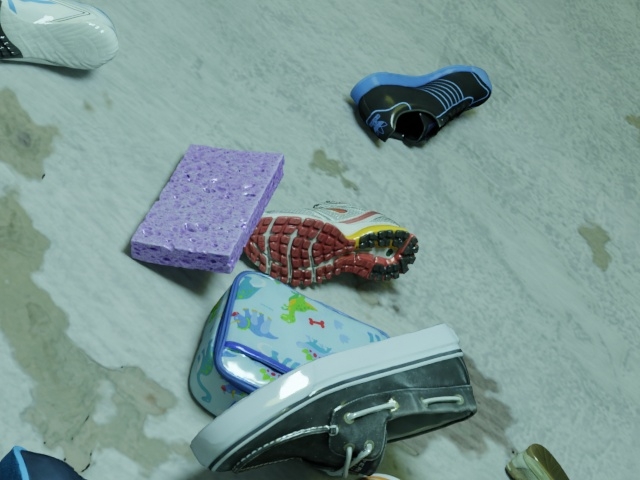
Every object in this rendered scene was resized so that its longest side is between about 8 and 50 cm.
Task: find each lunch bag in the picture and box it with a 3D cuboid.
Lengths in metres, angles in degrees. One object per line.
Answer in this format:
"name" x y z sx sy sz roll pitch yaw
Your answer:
"lunch bag" -0.024 0.145 2.042 0.219 0.090 0.176 29 42 -11

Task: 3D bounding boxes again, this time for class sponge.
"sponge" -0.125 -0.040 2.147 0.117 0.031 0.210 8 37 14

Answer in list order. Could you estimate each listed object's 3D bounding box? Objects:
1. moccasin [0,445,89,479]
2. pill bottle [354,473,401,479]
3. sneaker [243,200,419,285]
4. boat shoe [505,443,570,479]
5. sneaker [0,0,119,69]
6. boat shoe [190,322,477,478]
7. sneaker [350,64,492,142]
"moccasin" -0.216 0.324 1.663 0.117 0.138 0.342 18 43 -31
"pill bottle" 0.015 0.325 1.863 0.121 0.121 0.216 48 39 11
"sneaker" 0.000 0.000 2.229 0.225 0.088 0.093 6 23 -32
"boat shoe" 0.274 0.306 2.166 0.153 0.048 0.056 53 27 7
"sneaker" -0.351 -0.253 2.193 0.237 0.085 0.086 11 19 -26
"boat shoe" 0.030 0.180 1.912 0.335 0.121 0.119 -19 74 -32
"sneaker" 0.147 -0.175 2.521 0.232 0.081 0.090 -9 60 -36
